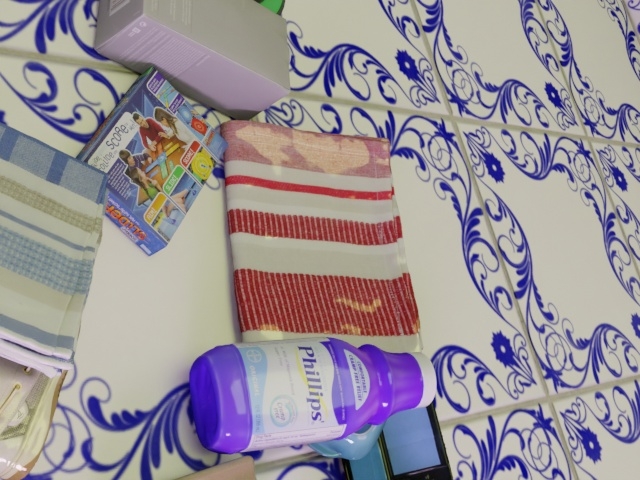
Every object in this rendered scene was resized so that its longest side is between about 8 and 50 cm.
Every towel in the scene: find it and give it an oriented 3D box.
[{"bbox_3d":[0.000,0.000,1.322,0.237,0.037,0.329,4,62,-22],"label":"towel"},{"bbox_3d":[-0.307,-0.013,0.981,0.209,0.034,0.285,27,34,-21],"label":"towel"}]

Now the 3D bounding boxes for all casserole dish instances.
[{"bbox_3d":[0.038,0.180,1.283,0.114,0.037,0.188,29,47,2],"label":"casserole dish"}]

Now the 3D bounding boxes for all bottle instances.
[{"bbox_3d":[-0.002,0.168,1.180,0.283,0.092,0.118,-1,70,-29],"label":"bottle"}]

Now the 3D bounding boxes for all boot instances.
[{"bbox_3d":[-0.313,0.093,0.948,0.165,0.077,0.213,31,48,-30],"label":"boot"}]

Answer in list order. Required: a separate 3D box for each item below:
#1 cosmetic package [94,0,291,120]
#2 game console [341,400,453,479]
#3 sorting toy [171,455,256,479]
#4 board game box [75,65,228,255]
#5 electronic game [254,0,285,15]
[{"bbox_3d":[-0.154,-0.257,1.319,0.238,0.107,0.127,27,50,-41],"label":"cosmetic package"},{"bbox_3d":[0.089,0.248,1.303,0.085,0.124,0.144,58,18,-72],"label":"game console"},{"bbox_3d":[-0.146,0.354,1.014,0.307,0.041,0.229,-7,78,-50],"label":"sorting toy"},{"bbox_3d":[-0.197,-0.096,1.224,0.136,0.035,0.201,46,40,-20],"label":"board game box"},{"bbox_3d":[-0.136,-0.395,1.463,0.229,0.048,0.229,27,50,-37],"label":"electronic game"}]
